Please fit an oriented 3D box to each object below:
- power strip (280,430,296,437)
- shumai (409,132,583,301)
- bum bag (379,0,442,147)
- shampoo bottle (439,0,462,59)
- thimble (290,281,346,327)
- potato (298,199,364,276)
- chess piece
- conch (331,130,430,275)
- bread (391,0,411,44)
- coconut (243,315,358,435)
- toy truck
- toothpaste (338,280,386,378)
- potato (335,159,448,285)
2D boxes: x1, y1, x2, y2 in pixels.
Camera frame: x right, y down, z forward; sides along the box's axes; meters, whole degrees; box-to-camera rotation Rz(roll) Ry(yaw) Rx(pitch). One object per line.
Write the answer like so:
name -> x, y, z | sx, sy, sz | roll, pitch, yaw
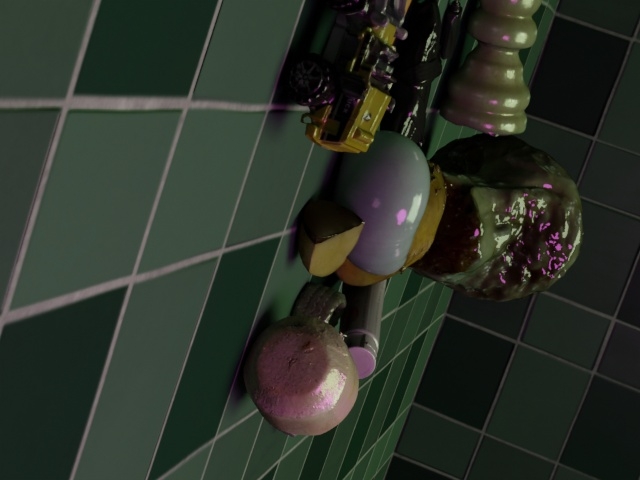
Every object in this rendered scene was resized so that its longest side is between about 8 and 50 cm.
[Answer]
power strip -> -0.047, 0.242, 2.026 | 0.279, 0.037, 0.109 | 80, 33, -67
shumai -> 0.270, -0.044, 2.347 | 0.323, 0.397, 0.324 | -1, 110, -46
bum bag -> 0.143, -0.223, 1.949 | 0.142, 0.080, 0.326 | 20, 88, -83
shampoo bottle -> 0.236, -0.388, 2.204 | 0.137, 0.027, 0.048 | 97, 17, -46
thimble -> -0.003, 0.113, 1.947 | 0.084, 0.062, 0.110 | -69, 167, 11
potato -> 0.000, 0.000, 1.776 | 0.096, 0.066, 0.103 | -15, 143, -37
chess piece -> 0.352, -0.387, 2.405 | 0.182, 0.182, 0.330 | -42, 145, -64
conch -> 0.078, -0.057, 1.839 | 0.185, 0.121, 0.221 | 29, -70, 62
bread -> 0.065, -0.276, 1.570 | 0.092, 0.074, 0.239 | -178, -69, -83
coconut -> -0.024, 0.197, 1.781 | 0.183, 0.171, 0.171 | 65, 48, -69
toy truck -> 0.052, -0.244, 1.449 | 0.136, 0.111, 0.286 | 14, 95, -64
toothpaste -> 0.067, 0.115, 2.025 | 0.100, 0.066, 0.323 | -29, -158, 18
potato -> 0.120, -0.030, 2.047 | 0.300, 0.140, 0.173 | -48, 152, -48
